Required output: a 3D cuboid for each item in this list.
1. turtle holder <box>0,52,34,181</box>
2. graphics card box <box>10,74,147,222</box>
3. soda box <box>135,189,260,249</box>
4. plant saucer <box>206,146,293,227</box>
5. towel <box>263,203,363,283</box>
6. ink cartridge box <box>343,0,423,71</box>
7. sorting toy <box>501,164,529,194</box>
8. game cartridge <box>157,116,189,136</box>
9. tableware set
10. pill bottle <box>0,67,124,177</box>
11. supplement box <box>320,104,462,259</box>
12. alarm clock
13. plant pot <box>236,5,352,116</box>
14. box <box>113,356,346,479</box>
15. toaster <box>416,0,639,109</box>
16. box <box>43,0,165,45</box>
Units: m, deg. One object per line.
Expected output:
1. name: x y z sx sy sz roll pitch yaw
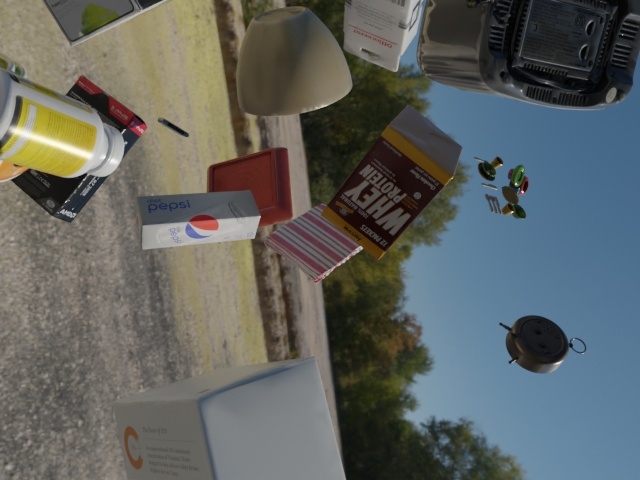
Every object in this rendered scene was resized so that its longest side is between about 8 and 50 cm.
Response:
1. turtle holder: -0.637 -0.268 1.017 0.243 0.228 0.320 -9 100 -51
2. graphics card box: -0.710 -0.265 1.575 0.370 0.233 0.094 -53 167 -4
3. soda box: -0.301 -0.054 1.336 0.091 0.287 0.098 112 -36 -46
4. plant saucer: -0.213 -0.147 1.527 0.047 0.259 0.259 60 20 -55
5. towel: 0.000 0.000 1.105 0.197 0.144 0.029 -34 152 -43
6. ink cartridge box: 0.094 -0.351 0.811 0.060 0.104 0.180 -58 168 -22
7. sorting toy: 0.459 -0.140 1.287 0.102 0.042 0.061 38 76 -49
8. game cartridge: -0.408 -0.313 1.501 0.017 0.083 0.056 -59 -144 1
9. tableware set: 0.383 -0.115 1.144 0.024 0.104 0.154 -45 -138 46
10. pill bottle: -0.346 -0.138 0.690 0.184 0.103 0.103 18 64 -62
11. supplement box: 0.129 -0.106 0.950 0.194 0.129 0.191 -52 180 30
12. alarm clock: 0.514 0.233 1.235 0.064 0.192 0.129 101 -8 -48
13. plant pot: -0.077 -0.440 1.287 0.284 0.284 0.190 -93 174 -56
14. box: -0.091 0.330 0.630 0.168 0.215 0.345 -8 82 -44
15. toaster: 0.200 -0.206 0.554 0.146 0.227 0.129 -142 -124 -62
16. box: -0.230 -0.386 0.770 0.290 0.169 0.087 -52 127 -42
